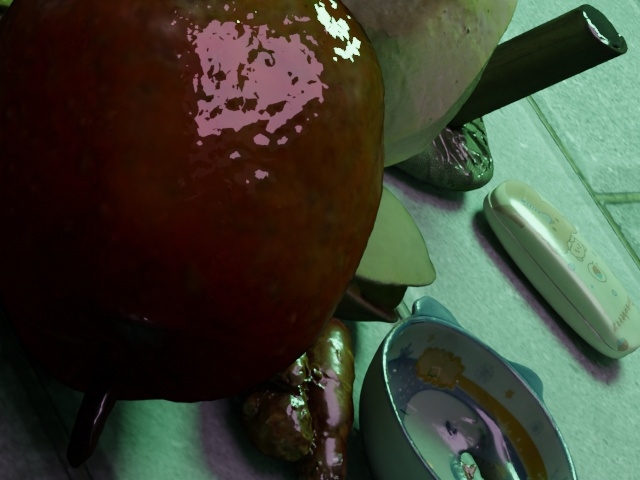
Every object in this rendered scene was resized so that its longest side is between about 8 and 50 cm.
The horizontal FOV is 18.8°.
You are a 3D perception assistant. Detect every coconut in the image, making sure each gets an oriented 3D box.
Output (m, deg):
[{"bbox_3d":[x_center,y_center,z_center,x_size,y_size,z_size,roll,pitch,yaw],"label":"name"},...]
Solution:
[{"bbox_3d":[0.029,-0.186,1.549,0.259,0.259,0.259,31,34,-24],"label":"coconut"}]

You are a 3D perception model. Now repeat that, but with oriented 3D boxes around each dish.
[{"bbox_3d":[0.106,0.171,1.487,0.228,0.086,0.236,34,33,-22],"label":"dish"}]

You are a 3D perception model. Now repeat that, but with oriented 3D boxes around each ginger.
[{"bbox_3d":[-0.019,0.104,1.422,0.103,0.073,0.162,26,37,-29],"label":"ginger"}]

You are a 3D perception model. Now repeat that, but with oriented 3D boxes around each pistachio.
[{"bbox_3d":[0.000,0.000,1.515,0.223,0.126,0.152,23,20,-52],"label":"pistachio"}]

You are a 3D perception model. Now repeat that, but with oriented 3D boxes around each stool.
[{"bbox_3d":[0.092,-0.248,1.820,0.310,0.226,0.310,28,34,-29],"label":"stool"}]

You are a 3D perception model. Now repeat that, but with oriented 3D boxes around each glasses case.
[{"bbox_3d":[0.232,0.026,1.838,0.204,0.051,0.081,49,30,5],"label":"glasses case"}]

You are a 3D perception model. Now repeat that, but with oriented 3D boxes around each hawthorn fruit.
[{"bbox_3d":[-0.110,-0.018,1.269,0.285,0.285,0.369,30,61,-25],"label":"hawthorn fruit"}]

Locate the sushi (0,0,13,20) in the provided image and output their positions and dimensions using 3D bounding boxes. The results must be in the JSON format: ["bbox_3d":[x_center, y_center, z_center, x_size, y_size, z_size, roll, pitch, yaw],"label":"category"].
[{"bbox_3d":[-0.218,-0.155,1.456,0.291,0.139,0.131,0,74,-49],"label":"sushi"}]
